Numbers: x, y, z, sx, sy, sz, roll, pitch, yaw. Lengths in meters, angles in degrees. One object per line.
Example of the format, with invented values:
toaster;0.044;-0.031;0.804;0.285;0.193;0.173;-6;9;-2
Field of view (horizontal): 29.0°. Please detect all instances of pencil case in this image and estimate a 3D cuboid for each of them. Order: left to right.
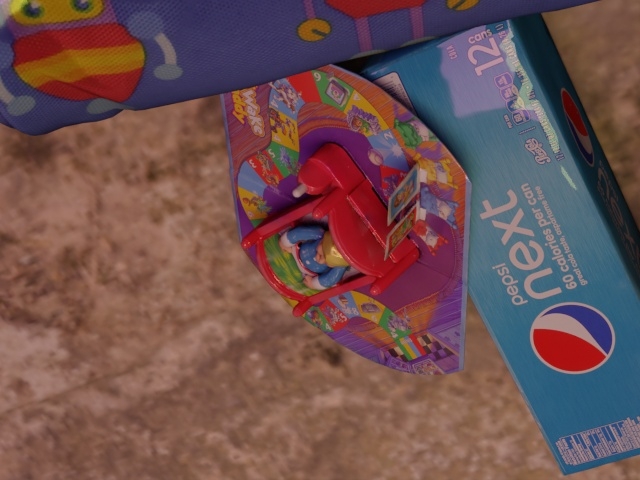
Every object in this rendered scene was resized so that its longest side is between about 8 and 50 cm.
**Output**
pencil case;0.014;-0.127;0.437;0.306;0.133;0.119;-12;126;3

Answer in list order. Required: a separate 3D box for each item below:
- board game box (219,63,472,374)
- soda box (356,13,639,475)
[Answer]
board game box;0.000;0.000;0.538;0.133;0.033;0.168;27;141;28
soda box;0.097;-0.005;0.539;0.067;0.071;0.210;-20;110;22
